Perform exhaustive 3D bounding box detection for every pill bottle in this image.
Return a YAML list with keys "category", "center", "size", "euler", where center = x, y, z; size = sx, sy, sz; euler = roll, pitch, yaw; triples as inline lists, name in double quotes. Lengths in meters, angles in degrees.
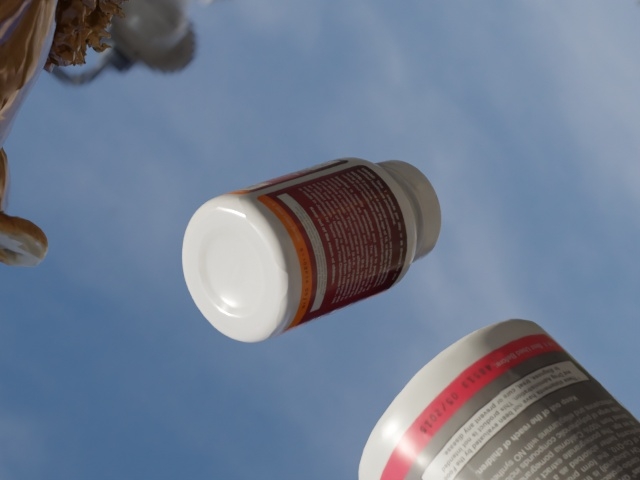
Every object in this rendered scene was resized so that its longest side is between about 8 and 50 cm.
- category: "pill bottle"
  center: [0.187, 0.215, 1.276]
  size: [0.176, 0.176, 0.318]
  euler: [-7, -135, -49]
- category: "pill bottle"
  center: [0.000, 0.000, 1.104]
  size: [0.152, 0.086, 0.086]
  euler: [-20, -107, -45]

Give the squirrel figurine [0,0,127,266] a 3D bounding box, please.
- category: "squirrel figurine"
  center: [-0.230, -0.121, 1.159]
  size: [0.281, 0.370, 0.397]
  euler: [42, -105, 18]
